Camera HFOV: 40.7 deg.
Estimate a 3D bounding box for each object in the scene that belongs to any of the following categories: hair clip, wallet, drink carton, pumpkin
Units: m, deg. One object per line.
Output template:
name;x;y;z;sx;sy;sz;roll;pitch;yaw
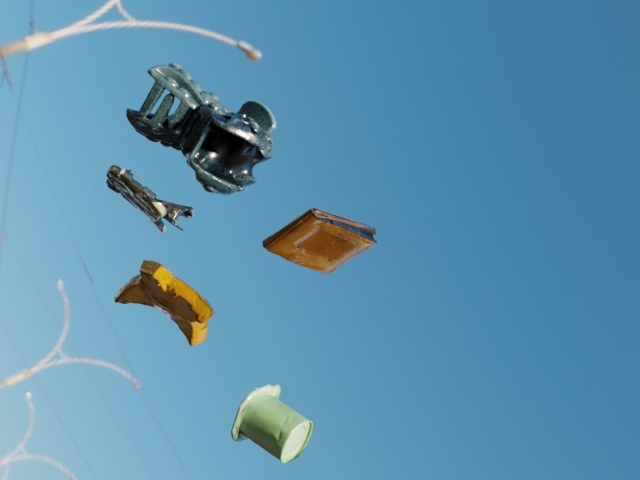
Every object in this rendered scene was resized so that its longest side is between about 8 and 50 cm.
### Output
hair clip;-0.210;-0.194;1.611;0.310;0.206;0.194;41;-75;35
wallet;-0.001;-0.002;1.767;0.161;0.196;0.042;-35;-130;35
drink carton;-0.107;0.441;2.038;0.142;0.144;0.146;29;-73;31
hair clip;-0.332;-0.080;1.641;0.187;0.056;0.146;30;-19;-3
pumpkin;-0.417;0.160;2.338;0.290;0.095;0.258;33;-31;3
